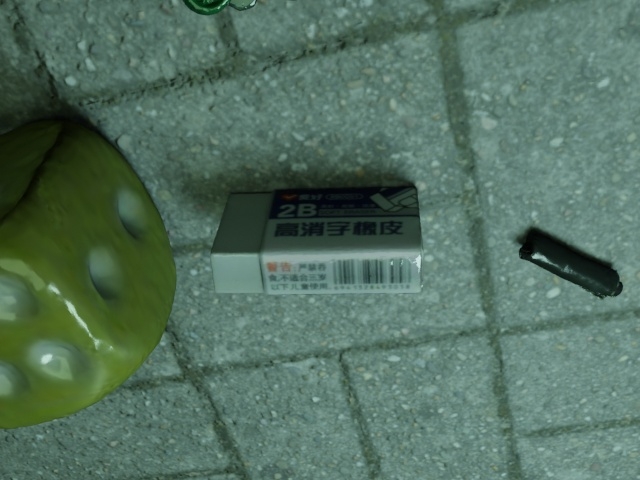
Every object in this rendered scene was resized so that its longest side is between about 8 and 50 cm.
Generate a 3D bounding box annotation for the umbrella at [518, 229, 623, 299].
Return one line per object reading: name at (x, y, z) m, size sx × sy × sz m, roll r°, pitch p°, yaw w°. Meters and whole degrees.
umbrella at (0.285, 0.029, 0.804) m, size 0.133 × 0.031 × 0.036 m, roll 25°, pitch 125°, yaw -14°

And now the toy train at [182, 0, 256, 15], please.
toy train at (-0.112, -0.274, 0.585) m, size 0.228 × 0.091 × 0.136 m, roll 21°, pitch 114°, yaw -11°

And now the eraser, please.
eraser at (0.000, 0.000, 0.747) m, size 0.210 × 0.124 × 0.068 m, roll 0°, pitch 126°, yaw 5°

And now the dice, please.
dice at (-0.303, 0.034, 0.725) m, size 0.238 × 0.233 × 0.226 m, roll -16°, pitch 123°, yaw 15°
